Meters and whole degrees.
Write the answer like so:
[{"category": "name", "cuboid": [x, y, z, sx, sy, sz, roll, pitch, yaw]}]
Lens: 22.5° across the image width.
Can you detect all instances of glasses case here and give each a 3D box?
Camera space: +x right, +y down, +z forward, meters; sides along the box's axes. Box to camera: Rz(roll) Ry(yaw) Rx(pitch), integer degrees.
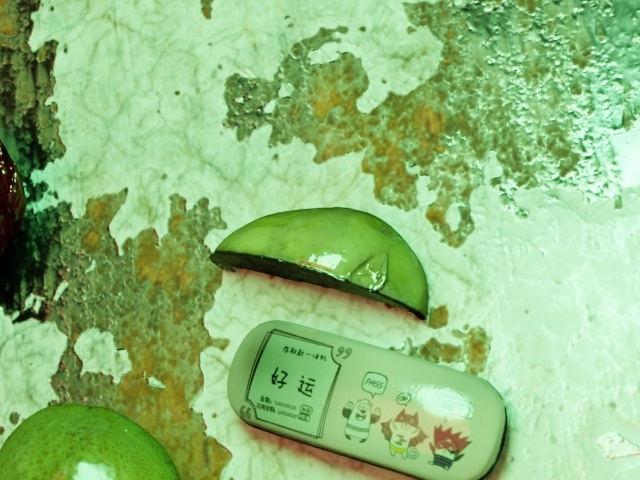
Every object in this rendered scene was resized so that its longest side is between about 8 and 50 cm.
[{"category": "glasses case", "cuboid": [0.045, 0.170, 1.684, 0.314, 0.075, 0.122, 15, 79, 25]}]

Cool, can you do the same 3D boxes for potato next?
[{"category": "potato", "cuboid": [-0.001, -0.002, 1.732, 0.261, 0.120, 0.100, 14, 75, 25]}]

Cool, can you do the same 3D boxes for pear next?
[{"category": "pear", "cuboid": [-0.252, 0.278, 1.715, 0.228, 0.188, 0.211, -16, 78, 18]}]

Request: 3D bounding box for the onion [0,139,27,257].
[{"category": "onion", "cuboid": [-0.467, -0.070, 1.894, 0.221, 0.281, 0.281, -2, 69, -24]}]
